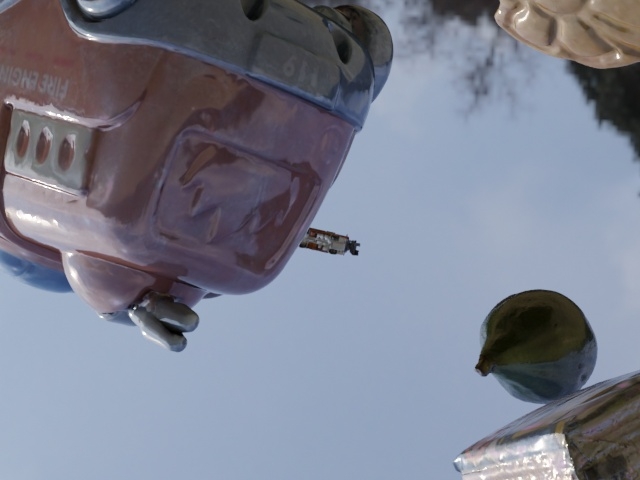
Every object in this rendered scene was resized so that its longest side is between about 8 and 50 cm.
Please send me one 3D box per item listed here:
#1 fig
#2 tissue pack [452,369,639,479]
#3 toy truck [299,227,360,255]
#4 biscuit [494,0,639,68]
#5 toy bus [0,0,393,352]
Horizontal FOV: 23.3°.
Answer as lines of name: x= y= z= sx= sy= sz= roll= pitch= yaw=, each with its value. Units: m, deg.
fig: x=0.198 y=0.103 z=1.470 sx=0.117 sy=0.117 sz=0.177 roll=11 pitch=-175 yaw=24
tissue pack: x=0.162 y=0.122 z=0.919 sx=0.115 sy=0.065 sz=0.155 roll=-22 pitch=176 yaw=-23
toy truck: x=0.000 y=0.000 z=1.628 sx=0.083 sy=0.024 sz=0.032 roll=12 pitch=-173 yaw=17
biscuit: x=0.253 y=-0.290 z=1.505 sx=0.351 sy=0.312 sz=0.057 roll=2 pitch=-132 yaw=42
toy bus: x=-0.114 y=-0.068 z=0.948 sx=0.197 sy=0.232 sz=0.294 roll=20 pitch=178 yaw=-40
